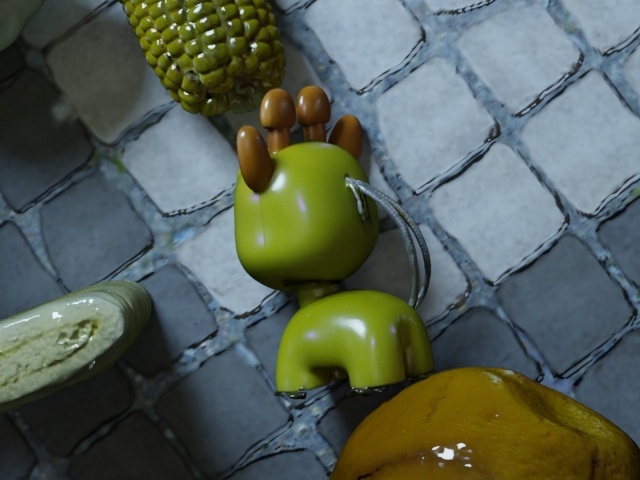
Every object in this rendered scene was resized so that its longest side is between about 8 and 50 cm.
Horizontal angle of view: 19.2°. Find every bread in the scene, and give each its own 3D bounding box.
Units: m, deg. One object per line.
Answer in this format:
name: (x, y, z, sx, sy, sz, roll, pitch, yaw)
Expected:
bread: (-0.188, 0.074, 1.311, 0.139, 0.178, 0.060, -21, 92, 3)

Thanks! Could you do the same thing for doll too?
doll: (0.000, 0.000, 1.328, 0.135, 0.143, 0.220, -11, 88, 38)

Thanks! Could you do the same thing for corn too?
corn: (-0.112, -0.221, 1.353, 0.101, 0.101, 0.310, -24, 89, 3)

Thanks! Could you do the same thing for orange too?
orange: (0.119, 0.198, 1.284, 0.249, 0.183, 0.249, 13, 120, 24)

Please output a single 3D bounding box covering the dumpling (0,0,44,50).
dumpling: (-0.273, -0.175, 1.331, 0.229, 0.151, 0.124, -9, 119, 27)
